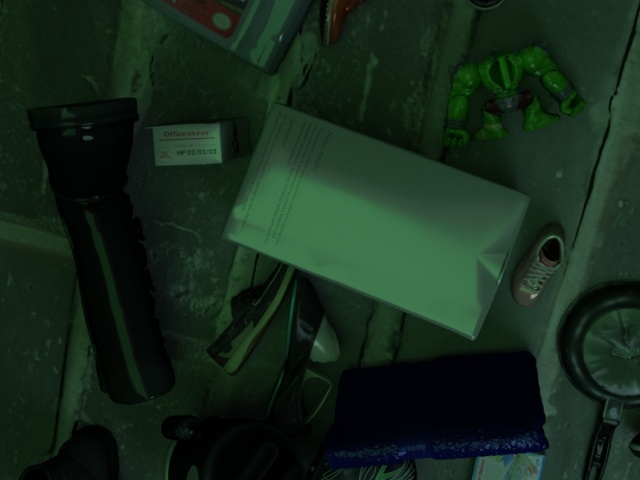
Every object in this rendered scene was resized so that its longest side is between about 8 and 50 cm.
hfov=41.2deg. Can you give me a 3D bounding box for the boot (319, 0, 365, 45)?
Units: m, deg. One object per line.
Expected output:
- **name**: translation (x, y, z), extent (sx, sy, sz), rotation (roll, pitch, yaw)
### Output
- **boot**: translation (0.045, -0.354, 1.235), extent (0.084, 0.059, 0.158), rotation (8, 119, -15)

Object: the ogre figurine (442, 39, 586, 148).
- **ogre figurine**: translation (0.263, -0.208, 1.196), extent (0.197, 0.097, 0.118), rotation (-8, 111, 25)

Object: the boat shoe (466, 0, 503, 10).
- **boat shoe**: translation (0.193, -0.430, 1.178), extent (0.084, 0.079, 0.233), rotation (-21, 97, 14)

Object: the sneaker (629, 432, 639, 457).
- **sneaker**: translation (0.546, 0.233, 1.232), extent (0.234, 0.084, 0.097), rotation (-28, 86, 8)

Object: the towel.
- **towel**: translation (0.168, 0.253, 1.239), extent (0.308, 0.228, 0.076), rotation (-9, 111, 13)

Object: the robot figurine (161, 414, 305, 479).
- **robot figurine**: translation (-0.133, 0.354, 1.305), extent (0.173, 0.278, 0.209), rotation (-9, 87, -30)

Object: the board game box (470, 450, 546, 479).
- **board game box**: translation (0.287, 0.391, 1.338), extent (0.103, 0.026, 0.154), rotation (12, 103, 10)

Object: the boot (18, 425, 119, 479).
- **boot**: translation (-0.405, 0.497, 1.407), extent (0.118, 0.223, 0.338), rotation (-12, 98, 14)

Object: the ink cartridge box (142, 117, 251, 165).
- **ink cartridge box**: translation (-0.179, -0.146, 1.257), extent (0.104, 0.181, 0.062), rotation (-1, 100, 13)

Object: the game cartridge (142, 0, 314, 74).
- **game cartridge**: translation (-0.151, -0.404, 1.271), extent (0.294, 0.060, 0.196), rotation (30, 101, 5)

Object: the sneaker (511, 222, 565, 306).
- **sneaker**: translation (0.318, 0.041, 1.243), extent (0.051, 0.070, 0.134), rotation (24, 106, 5)

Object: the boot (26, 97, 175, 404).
- **boot**: translation (-0.309, 0.028, 1.238), extent (0.146, 0.367, 0.445), rotation (-8, 96, -12)

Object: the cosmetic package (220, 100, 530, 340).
- **cosmetic package**: translation (0.080, -0.028, 1.219), extent (0.385, 0.156, 0.217), rotation (23, 91, 6)

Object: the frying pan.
- **frying pan**: translation (0.417, 0.211, 1.268), extent (0.197, 0.053, 0.326), rotation (33, 102, 5)

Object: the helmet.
- **helmet**: translation (0.064, 0.367, 1.312), extent (0.169, 0.161, 0.169), rotation (2, 101, 12)

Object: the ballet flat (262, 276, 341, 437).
- **ballet flat**: translation (-0.022, 0.189, 1.341), extent (0.096, 0.095, 0.280), rotation (13, 114, 0)

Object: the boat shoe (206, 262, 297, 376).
- **boat shoe**: translation (-0.112, 0.114, 1.345), extent (0.073, 0.080, 0.223), rotation (31, 110, 0)
